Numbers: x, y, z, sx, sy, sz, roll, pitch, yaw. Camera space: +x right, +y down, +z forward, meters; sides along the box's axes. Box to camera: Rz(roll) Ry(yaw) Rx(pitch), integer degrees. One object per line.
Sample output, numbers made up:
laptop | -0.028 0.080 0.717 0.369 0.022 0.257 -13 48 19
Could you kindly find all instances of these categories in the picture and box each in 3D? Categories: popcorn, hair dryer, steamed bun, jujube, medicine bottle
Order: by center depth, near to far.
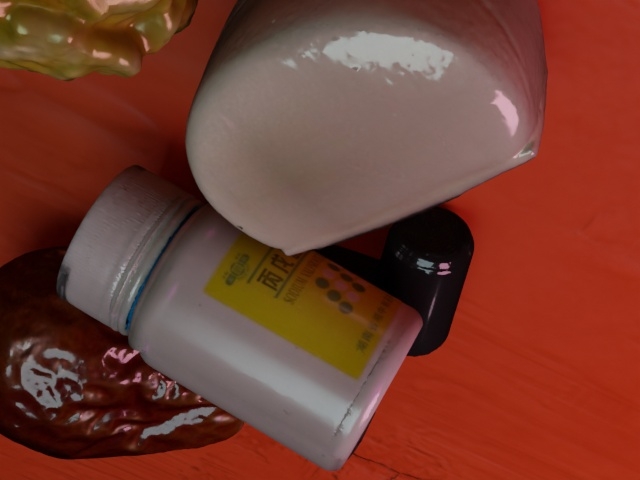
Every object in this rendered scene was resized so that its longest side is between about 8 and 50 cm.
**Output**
popcorn | -0.179 -0.198 0.691 0.225 0.249 0.249 -17 132 -9
steamed bun | 0.020 -0.109 0.782 0.241 0.146 0.164 -22 125 32
medicine bottle | -0.062 0.056 0.899 0.258 0.143 0.143 29 134 6
hair dryer | 0.000 0.001 0.961 0.248 0.071 0.114 21 135 9
jujube | -0.181 0.106 1.027 0.255 0.190 0.190 15 134 -7
